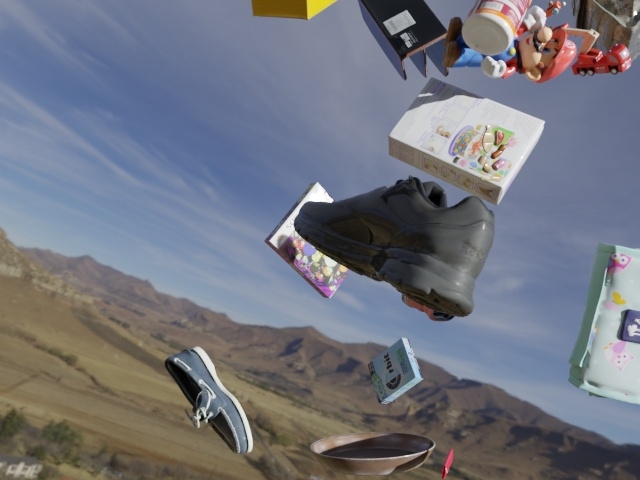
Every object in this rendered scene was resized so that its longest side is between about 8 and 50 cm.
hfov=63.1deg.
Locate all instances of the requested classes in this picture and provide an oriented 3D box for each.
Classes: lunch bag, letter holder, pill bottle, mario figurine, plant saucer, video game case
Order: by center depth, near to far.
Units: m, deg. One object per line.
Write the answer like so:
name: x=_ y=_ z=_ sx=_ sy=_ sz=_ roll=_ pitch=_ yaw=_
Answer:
lunch bag: x=0.492 y=0.123 z=0.780 sx=0.262 sy=0.223 sz=0.160 roll=8 pitch=6 yaw=-27
pill bottle: x=0.431 y=-0.562 z=1.237 sx=0.121 sy=0.221 sz=0.121 roll=26 pitch=-16 yaw=8
plant saucer: x=0.129 y=0.530 z=1.298 sx=0.311 sy=0.050 sz=0.310 roll=-3 pitch=-9 yaw=0
mario figurine: x=0.481 y=-0.500 z=1.306 sx=0.321 sy=0.198 sz=0.170 roll=7 pitch=13 yaw=3
video game case: x=0.000 y=0.000 z=1.375 sx=0.232 sy=0.210 sz=0.042 roll=46 pitch=-21 yaw=-20
lunch bag: x=0.815 y=-0.664 z=1.474 sx=0.287 sy=0.169 sz=0.235 roll=57 pitch=11 yaw=23
letter holder: x=0.255 y=-0.628 z=1.600 sx=0.301 sy=0.152 sz=0.214 roll=64 pitch=4 yaw=25

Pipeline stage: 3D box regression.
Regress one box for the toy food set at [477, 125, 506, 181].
toy food set: x=0.392 y=-0.197 z=1.186 sx=0.078 sy=0.122 sz=0.019 roll=4 pitch=8 yaw=-22

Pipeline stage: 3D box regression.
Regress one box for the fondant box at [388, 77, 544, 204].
fondant box: x=0.380 y=-0.271 z=1.387 sx=0.330 sy=0.238 sz=0.096 roll=29 pitch=-20 yaw=22

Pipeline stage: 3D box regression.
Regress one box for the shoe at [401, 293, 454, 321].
shoe: x=0.240 y=0.107 z=0.968 sx=0.178 sy=0.063 sz=0.081 roll=-4 pitch=25 yaw=-35

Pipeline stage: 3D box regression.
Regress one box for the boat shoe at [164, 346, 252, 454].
boat shoe: x=-0.221 y=0.314 z=1.017 sx=0.079 sy=0.095 sz=0.254 roll=-11 pitch=51 yaw=-41

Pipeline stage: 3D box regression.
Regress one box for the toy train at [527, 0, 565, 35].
toy train: x=0.729 y=-0.726 z=1.711 sx=0.046 sy=0.166 sz=0.125 roll=39 pitch=-34 yaw=-18

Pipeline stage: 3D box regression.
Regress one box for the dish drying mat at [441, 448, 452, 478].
dish drying mat: x=0.281 y=0.492 z=1.147 sx=0.008 sy=0.032 sz=0.083 roll=6 pitch=7 yaw=25

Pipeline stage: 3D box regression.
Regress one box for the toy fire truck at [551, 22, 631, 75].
toy fire truck: x=0.697 y=-0.500 z=1.356 sx=0.192 sy=0.047 sz=0.135 roll=23 pitch=-29 yaw=56

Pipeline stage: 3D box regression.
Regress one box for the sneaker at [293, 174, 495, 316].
sneaker: x=0.080 y=-0.014 z=0.603 sx=0.109 sy=0.130 sz=0.286 roll=30 pitch=-5 yaw=-42

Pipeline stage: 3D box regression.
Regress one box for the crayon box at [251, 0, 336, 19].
crayon box: x=0.006 y=-0.542 z=0.776 sx=0.106 sy=0.363 sz=0.313 roll=15 pitch=-49 yaw=20

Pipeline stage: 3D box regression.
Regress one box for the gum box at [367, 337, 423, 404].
gum box: x=0.253 y=0.451 z=1.795 sx=0.041 sy=0.157 sz=0.184 roll=21 pitch=-53 yaw=-33
